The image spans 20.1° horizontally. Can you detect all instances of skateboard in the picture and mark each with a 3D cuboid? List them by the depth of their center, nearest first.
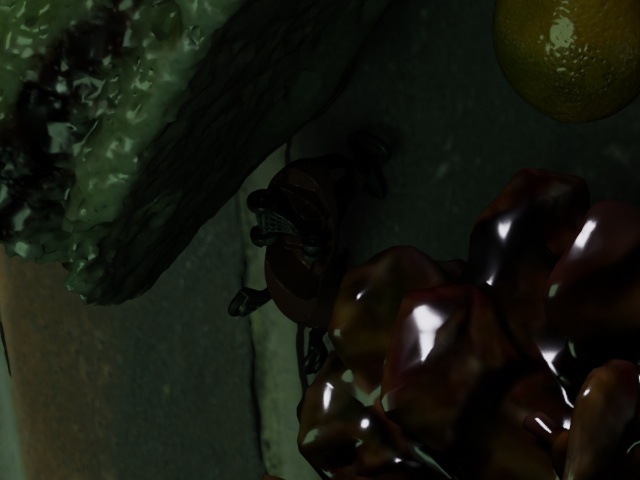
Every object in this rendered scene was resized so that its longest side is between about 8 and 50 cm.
[{"bbox_3d":[0.000,0.000,1.006,0.067,0.080,0.151,38,148,20],"label":"skateboard"}]

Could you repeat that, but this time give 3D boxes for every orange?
[{"bbox_3d":[0.122,-0.104,0.853,0.085,0.085,0.095,10,128,31],"label":"orange"}]

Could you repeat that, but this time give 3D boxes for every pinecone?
[{"bbox_3d":[0.134,0.156,0.806,0.397,0.398,0.398,16,122,28],"label":"pinecone"}]

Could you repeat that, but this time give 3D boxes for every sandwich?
[{"bbox_3d":[-0.058,-0.109,0.858,0.131,0.262,0.325,43,130,6],"label":"sandwich"}]
